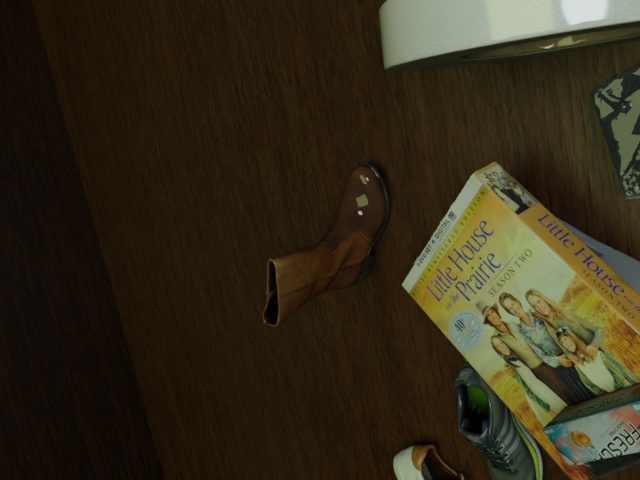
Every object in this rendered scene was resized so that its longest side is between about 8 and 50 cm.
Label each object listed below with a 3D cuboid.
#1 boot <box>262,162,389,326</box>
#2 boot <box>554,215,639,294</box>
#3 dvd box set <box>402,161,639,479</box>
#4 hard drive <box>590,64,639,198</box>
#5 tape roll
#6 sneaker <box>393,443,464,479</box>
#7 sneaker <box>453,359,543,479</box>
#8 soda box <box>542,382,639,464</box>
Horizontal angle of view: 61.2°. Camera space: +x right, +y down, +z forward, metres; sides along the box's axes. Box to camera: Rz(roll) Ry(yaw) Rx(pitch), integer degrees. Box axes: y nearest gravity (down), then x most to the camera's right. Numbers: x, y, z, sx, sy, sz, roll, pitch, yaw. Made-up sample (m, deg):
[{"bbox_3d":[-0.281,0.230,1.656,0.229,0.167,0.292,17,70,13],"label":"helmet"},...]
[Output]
[{"bbox_3d":[0.000,0.000,1.016,0.096,0.280,0.264,34,126,31],"label":"boot"},{"bbox_3d":[0.392,0.071,0.806,0.258,0.095,0.123,44,138,35],"label":"boot"},{"bbox_3d":[0.322,0.131,0.803,0.420,0.062,0.307,51,147,21],"label":"dvd box set"},{"bbox_3d":[0.480,-0.158,0.646,0.255,0.054,0.172,-18,91,47],"label":"hard drive"},{"bbox_3d":[0.260,-0.248,0.593,0.392,0.392,0.072,5,109,44],"label":"tape roll"},{"bbox_3d":[0.260,0.550,1.087,0.290,0.106,0.123,57,138,15],"label":"sneaker"},{"bbox_3d":[0.300,0.342,0.960,0.111,0.121,0.299,-17,93,47],"label":"sneaker"},{"bbox_3d":[0.371,0.229,0.680,0.058,0.063,0.183,55,148,15],"label":"soda box"}]
